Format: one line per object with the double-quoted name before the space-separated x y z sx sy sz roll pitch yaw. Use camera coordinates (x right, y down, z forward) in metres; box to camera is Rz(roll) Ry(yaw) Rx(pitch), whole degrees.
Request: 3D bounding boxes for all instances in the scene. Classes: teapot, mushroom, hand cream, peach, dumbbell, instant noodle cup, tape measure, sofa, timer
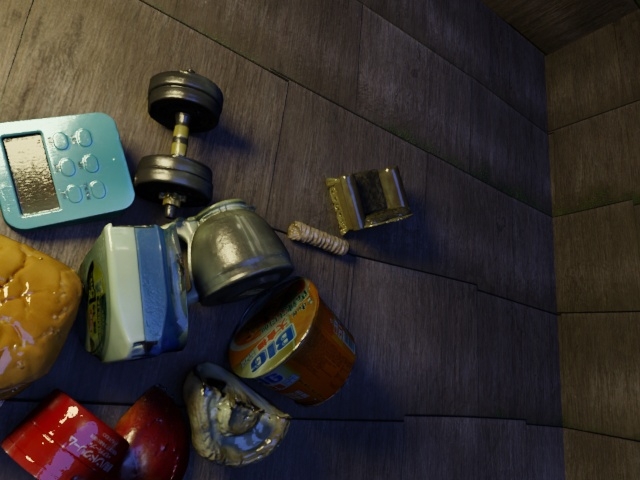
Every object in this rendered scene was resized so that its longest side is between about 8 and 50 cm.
"teapot" -0.250 0.039 1.096 0.239 0.322 0.239 66 9 14
"mushroom" -0.221 0.411 1.027 0.267 0.190 0.164 38 80 -39
"hand cream" -0.473 0.384 0.833 0.193 0.193 0.125 48 57 -19
"peach" -0.371 0.462 0.970 0.189 0.068 0.279 13 73 -36
"dumbbell" -0.340 -0.238 1.069 0.185 0.185 0.388 13 72 -34
"instant noodle cup" -0.058 0.269 1.121 0.214 0.296 0.296 47 57 -28
"tape measure" -0.396 0.115 0.903 0.138 0.262 0.259 4 71 -44
"sofa" 0.171 -0.143 1.425 0.258 0.182 0.199 -15 89 -37
"timer" -0.556 -0.149 0.952 0.250 0.091 0.231 -16 91 -34

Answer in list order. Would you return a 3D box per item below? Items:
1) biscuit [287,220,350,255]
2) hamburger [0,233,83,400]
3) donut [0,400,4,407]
"biscuit" 0.000 0.000 1.349 0.219 0.055 0.061 22 78 -31
"hamburger" -0.599 0.134 0.780 0.319 0.158 0.318 23 47 -28
"donut" -0.654 0.274 0.805 0.141 0.059 0.140 9 74 -34
